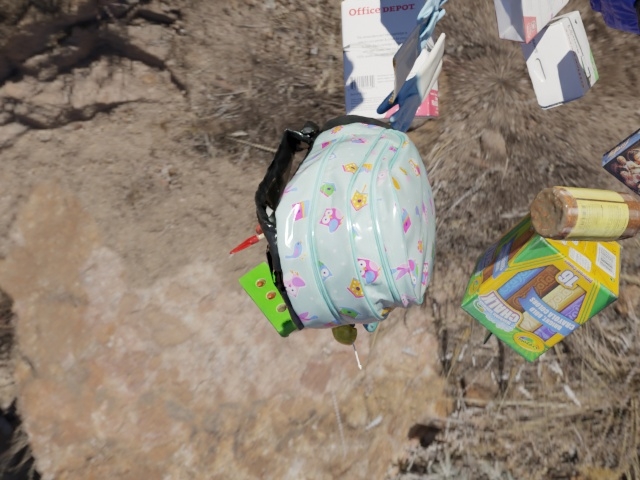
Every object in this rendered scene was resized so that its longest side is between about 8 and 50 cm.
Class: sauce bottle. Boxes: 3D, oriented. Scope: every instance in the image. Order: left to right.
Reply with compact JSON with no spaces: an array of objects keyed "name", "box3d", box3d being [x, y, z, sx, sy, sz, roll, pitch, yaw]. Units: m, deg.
[{"name":"sauce bottle","box3d":[0.219,-0.018,0.679,0.128,0.042,0.042,4,105,-32]}]

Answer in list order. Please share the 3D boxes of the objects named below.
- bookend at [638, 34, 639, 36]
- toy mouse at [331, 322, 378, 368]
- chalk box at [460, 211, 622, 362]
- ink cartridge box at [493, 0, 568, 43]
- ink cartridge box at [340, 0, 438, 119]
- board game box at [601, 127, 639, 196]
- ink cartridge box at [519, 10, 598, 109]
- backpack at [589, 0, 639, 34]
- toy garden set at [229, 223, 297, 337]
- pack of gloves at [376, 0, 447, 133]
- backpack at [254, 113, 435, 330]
[{"name":"bookend","box3d":[0.579,-0.382,1.559,0.072,0.156,0.157,-47,46,16]},{"name":"toy mouse","box3d":[0.050,0.093,1.372,0.143,0.031,0.161,-58,45,31]},{"name":"chalk box","box3d":[0.390,0.085,1.645,0.179,0.180,0.289,39,127,-6]},{"name":"ink cartridge box","box3d":[0.410,-0.478,1.675,0.067,0.198,0.115,21,144,37]},{"name":"ink cartridge box","box3d":[0.139,-0.359,1.751,0.172,0.100,0.237,-1,95,20]},{"name":"board game box","box3d":[0.690,-0.171,1.699,0.165,0.042,0.243,35,139,-10]},{"name":"ink cartridge box","box3d":[0.498,-0.376,1.828,0.092,0.219,0.160,-15,103,29]},{"name":"backpack","box3d":[0.454,-0.372,1.311,0.101,0.120,0.098,26,88,33]},{"name":"toy garden set","box3d":[0.000,0.000,1.179,0.244,0.049,0.204,-35,50,-10]},{"name":"pack of gloves","box3d":[0.130,-0.264,1.316,0.046,0.232,0.195,18,142,17]},{"name":"backpack","box3d":[0.026,-0.013,0.654,0.115,0.182,0.152,-16,107,20]}]
